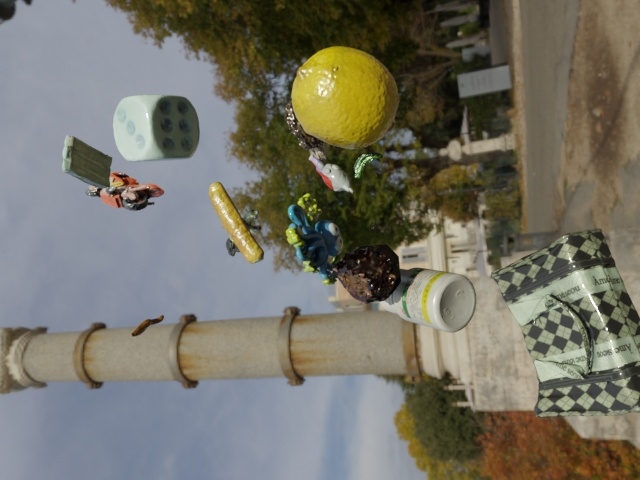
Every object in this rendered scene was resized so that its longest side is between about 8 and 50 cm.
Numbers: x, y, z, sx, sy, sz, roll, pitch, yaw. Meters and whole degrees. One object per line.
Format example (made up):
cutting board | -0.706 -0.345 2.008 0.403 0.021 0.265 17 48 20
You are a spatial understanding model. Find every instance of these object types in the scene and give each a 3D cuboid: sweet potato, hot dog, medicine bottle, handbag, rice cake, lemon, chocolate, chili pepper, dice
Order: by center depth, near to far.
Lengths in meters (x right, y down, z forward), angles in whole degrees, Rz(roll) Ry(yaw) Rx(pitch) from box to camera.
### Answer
handbag | 0.599 0.219 1.331 0.317 0.180 0.415 -42 57 54
hot dog | -0.250 -0.051 1.591 0.285 0.061 0.087 54 155 23
rice cake | -0.705 -0.234 1.649 0.211 0.038 0.124 54 -146 -72
lemon | 0.076 -0.443 1.709 0.336 0.336 0.335 -7 -90 -73
chili pepper | 0.149 -0.258 1.808 0.055 0.118 0.035 42 -163 -14
chocolate | 0.135 0.123 1.882 0.177 0.224 0.206 -2 -93 -54
medicine bottle | 0.380 0.206 2.012 0.208 0.340 0.208 -3 -84 -32
sweet potato | -0.689 0.335 2.152 0.179 0.044 0.044 -35 -62 -60
dice | -0.690 -0.469 2.307 0.265 0.263 0.267 -12 -76 -52

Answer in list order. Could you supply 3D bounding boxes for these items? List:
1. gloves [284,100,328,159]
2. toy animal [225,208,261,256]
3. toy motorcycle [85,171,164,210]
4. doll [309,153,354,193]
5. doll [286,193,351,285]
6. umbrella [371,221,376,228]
gloves | -0.053 -0.519 2.512 0.312 0.135 0.210 40 -124 -55
toy animal | -0.338 -0.039 2.400 0.094 0.121 0.225 18 -75 -37
toy motorcycle | -0.747 -0.187 2.062 0.171 0.298 0.089 -40 -41 -47
doll | 0.040 -0.220 1.845 0.227 0.075 0.102 43 -172 38
doll | 0.000 0.000 2.028 0.345 0.099 0.341 64 -152 -9
umbrella | 0.238 -0.060 2.454 0.149 0.022 0.022 -54 -56 -73
